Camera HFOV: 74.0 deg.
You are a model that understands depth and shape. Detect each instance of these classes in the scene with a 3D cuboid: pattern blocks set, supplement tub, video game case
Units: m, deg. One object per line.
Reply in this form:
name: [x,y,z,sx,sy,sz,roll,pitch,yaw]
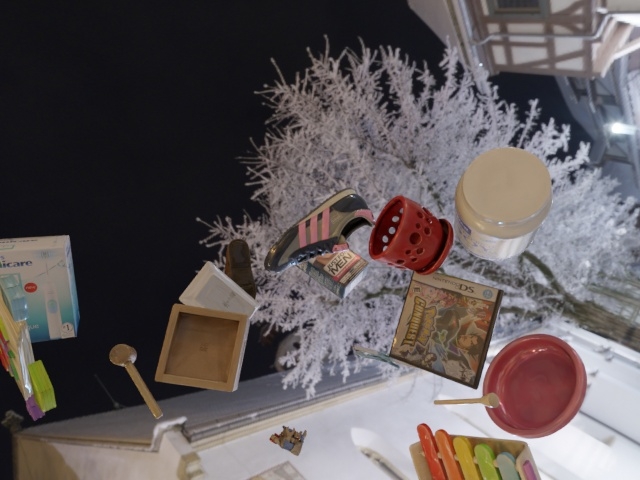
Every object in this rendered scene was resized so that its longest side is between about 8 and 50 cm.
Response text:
pattern blocks set: [-0.483,0.149,0.660,0.026,0.286,0.324,-22,-47,-44]
supplement tub: [0.502,-0.092,1.193,0.240,0.241,0.331,-59,-23,-7]
video game case: [0.346,0.235,1.181,0.035,0.249,0.274,25,-99,-62]

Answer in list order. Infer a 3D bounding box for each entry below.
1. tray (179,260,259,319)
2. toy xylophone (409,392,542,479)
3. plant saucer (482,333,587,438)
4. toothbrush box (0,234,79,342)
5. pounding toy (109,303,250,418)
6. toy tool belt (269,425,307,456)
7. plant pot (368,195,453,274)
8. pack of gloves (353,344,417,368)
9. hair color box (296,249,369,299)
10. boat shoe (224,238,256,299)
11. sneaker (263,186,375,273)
tray: [-0.302,0.197,1.337,0.145,0.030,0.270,-57,-48,-19]
toy xylophone: [0.309,0.446,0.871,0.081,0.236,0.322,-11,-21,-32]
plant saucer: [0.662,0.452,1.310,0.084,0.332,0.332,36,-99,-17]
toothbrush box: [-0.852,0.144,1.253,0.217,0.126,0.295,-4,-72,-24]
pounding toy: [-0.242,0.207,0.730,0.094,0.206,0.180,109,170,-72]
toy tool belt: [-0.064,0.403,0.876,0.083,0.052,0.051,45,-114,-31]
plant pot: [0.248,-0.003,1.159,0.174,0.191,0.190,25,-90,-14]
pack of gloves: [0.237,0.452,1.589,0.195,0.233,0.046,62,-139,-84]
hair color box: [0.017,0.080,1.836,0.174,0.347,0.105,-43,-25,-31]
boat shoe: [-0.299,0.152,1.564,0.111,0.104,0.306,5,-107,-18]
sneaker: [0.000,0.000,1.109,0.319,0.131,0.112,-40,-24,-1]
